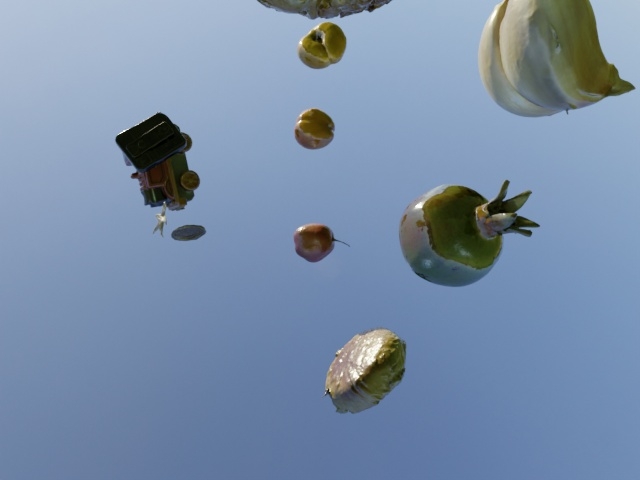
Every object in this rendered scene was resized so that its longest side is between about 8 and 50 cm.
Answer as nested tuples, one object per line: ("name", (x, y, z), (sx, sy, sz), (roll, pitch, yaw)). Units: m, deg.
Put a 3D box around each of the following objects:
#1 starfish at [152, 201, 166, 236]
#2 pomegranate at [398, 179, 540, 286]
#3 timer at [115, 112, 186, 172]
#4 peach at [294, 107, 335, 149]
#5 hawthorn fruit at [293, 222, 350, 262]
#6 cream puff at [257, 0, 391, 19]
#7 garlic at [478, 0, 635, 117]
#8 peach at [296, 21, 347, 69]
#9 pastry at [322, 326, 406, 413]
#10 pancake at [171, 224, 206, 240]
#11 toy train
("starfish", (-0.391, -0.053, 1.205), (0.016, 0.092, 0.086), (13, -89, -35))
("pomegranate", (0.240, -0.019, 0.809), (0.182, 0.224, 0.181), (15, -118, -30))
("timer", (-0.549, -0.322, 1.583), (0.187, 0.055, 0.144), (-38, -93, -19))
("peach", (-0.017, -0.370, 1.625), (0.138, 0.138, 0.138), (15, -129, -20))
("hawthorn fruit", (0.000, 0.000, 1.896), (0.163, 0.204, 0.162), (35, -133, -49))
("cream puff", (0.048, -0.477, 0.741), (0.231, 0.343, 0.327), (28, -157, -33))
("garlic", (0.460, -0.386, 1.010), (0.313, 0.249, 0.286), (38, -157, -21))
("peach", (0.005, -0.670, 1.687), (0.103, 0.179, 0.179), (45, -154, -56))
("pastry", (0.149, 0.421, 1.637), (0.136, 0.330, 0.329), (44, -135, -15))
("pancake", (-0.420, -0.023, 1.558), (0.115, 0.115, 0.011), (0, -115, -30))
("toy train", (-0.584, -0.283, 1.770), (0.232, 0.163, 0.368), (-14, -85, -30))
